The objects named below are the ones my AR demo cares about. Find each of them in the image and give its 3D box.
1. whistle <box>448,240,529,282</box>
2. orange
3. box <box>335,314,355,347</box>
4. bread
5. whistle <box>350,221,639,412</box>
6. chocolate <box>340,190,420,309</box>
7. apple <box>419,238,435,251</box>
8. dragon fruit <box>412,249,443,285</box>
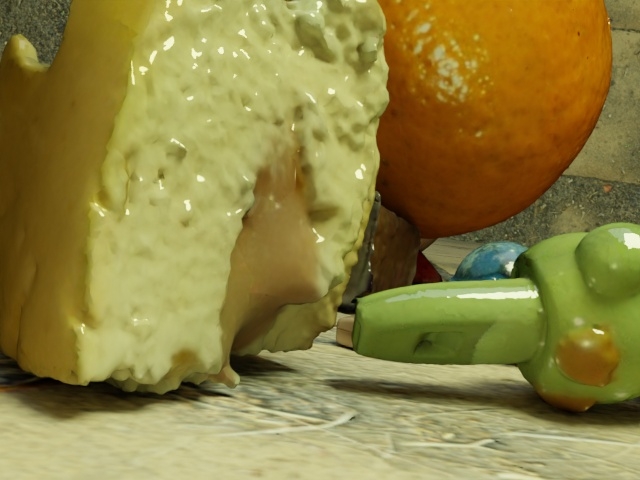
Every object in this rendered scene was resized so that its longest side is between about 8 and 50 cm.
[{"bbox_3d":[0.151,0.044,0.670,0.090,0.090,0.158,6,3,-18],"label":"whistle"},{"bbox_3d":[0.101,-0.212,0.906,0.326,0.423,0.424,-36,25,-26],"label":"orange"},{"bbox_3d":[0.064,0.065,0.621,0.115,0.025,0.048,4,6,-45],"label":"box"},{"bbox_3d":[-0.094,-0.033,0.483,0.184,0.223,0.211,12,-9,-40],"label":"bread"},{"bbox_3d":[0.173,0.054,0.471,0.294,0.141,0.141,-14,8,-14],"label":"whistle"},{"bbox_3d":[-0.043,0.004,0.888,0.321,0.111,0.112,8,-6,38],"label":"chocolate"},{"bbox_3d":[0.072,-0.091,1.506,0.345,0.269,0.345,9,-17,3],"label":"apple"},{"bbox_3d":[0.000,0.000,1.082,0.282,0.100,0.343,2,3,-7],"label":"dragon fruit"}]
